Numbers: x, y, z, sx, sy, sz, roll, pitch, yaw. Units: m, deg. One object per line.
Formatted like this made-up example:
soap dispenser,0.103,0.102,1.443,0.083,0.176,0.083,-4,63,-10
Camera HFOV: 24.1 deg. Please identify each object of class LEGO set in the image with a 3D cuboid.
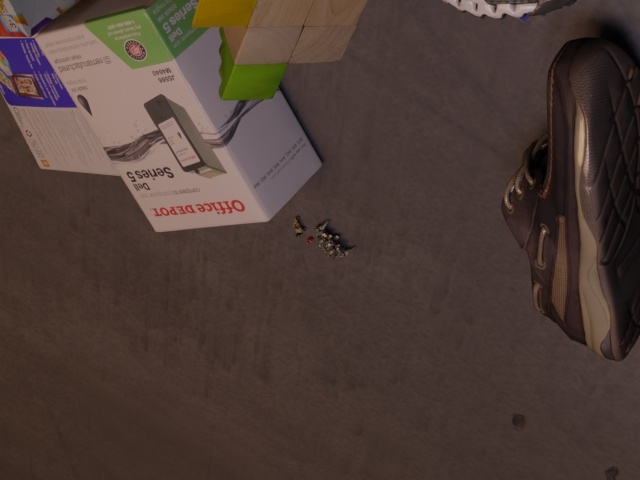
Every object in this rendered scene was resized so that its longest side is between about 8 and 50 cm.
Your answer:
LEGO set,-0.001,0.002,1.741,0.083,0.023,0.054,6,131,39

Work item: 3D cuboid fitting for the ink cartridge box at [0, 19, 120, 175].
ink cartridge box,-0.303,-0.171,1.824,0.208,0.045,0.206,8,132,39

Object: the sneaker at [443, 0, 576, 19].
sneaker,0.110,-0.255,1.248,0.234,0.078,0.106,22,144,30

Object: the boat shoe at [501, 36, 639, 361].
boat shoe,0.231,-0.032,1.403,0.130,0.132,0.355,16,136,31

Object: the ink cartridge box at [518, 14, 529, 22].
ink cartridge box,0.131,-0.293,1.297,0.207,0.046,0.097,41,146,0

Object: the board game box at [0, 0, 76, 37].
board game box,-0.389,-0.319,1.655,0.275,0.142,0.144,8,134,42

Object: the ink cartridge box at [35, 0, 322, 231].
ink cartridge box,-0.153,-0.151,1.647,0.198,0.115,0.273,-5,124,45

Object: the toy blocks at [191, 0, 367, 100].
toy blocks,-0.021,-0.332,1.193,0.381,0.191,0.261,119,140,-52
